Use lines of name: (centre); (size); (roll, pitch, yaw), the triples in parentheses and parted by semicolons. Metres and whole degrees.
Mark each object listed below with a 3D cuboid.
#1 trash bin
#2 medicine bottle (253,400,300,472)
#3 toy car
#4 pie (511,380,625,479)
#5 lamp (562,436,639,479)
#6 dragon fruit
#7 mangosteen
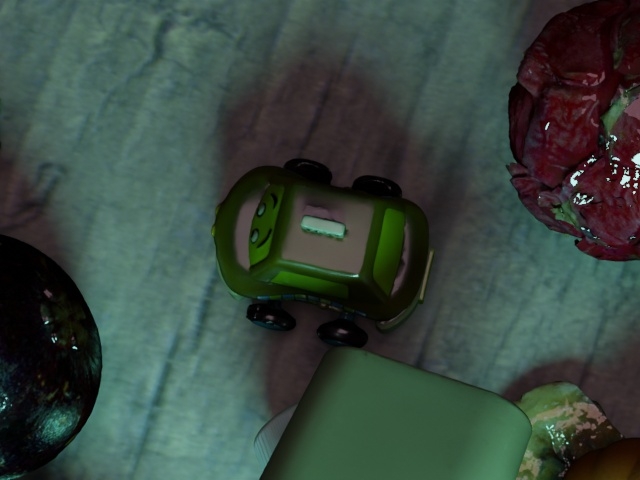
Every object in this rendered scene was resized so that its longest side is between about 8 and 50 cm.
trash bin: (0.061, 0.246, 1.548); (0.243, 0.121, 0.247); (18, 58, 16)
medicine bottle: (0.072, 0.355, 1.687); (0.243, 0.242, 0.395); (-21, 63, -2)
toy car: (0.000, 0.000, 1.777); (0.248, 0.198, 0.204); (13, 79, 6)
pie: (0.274, 0.274, 1.776); (0.218, 0.052, 0.185); (44, 86, 9)
lamp: (0.334, 0.313, 1.643); (0.223, 0.196, 0.223); (5, 98, 37)
dragon fruit: (0.361, -0.121, 1.736); (0.329, 0.329, 0.329); (-1, 77, 3)
mangosteen: (-0.382, 0.129, 1.738); (0.288, 0.288, 0.288); (-1, 77, 3)
